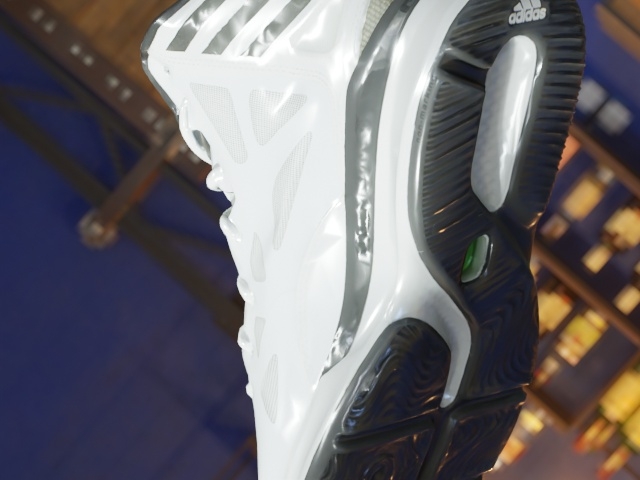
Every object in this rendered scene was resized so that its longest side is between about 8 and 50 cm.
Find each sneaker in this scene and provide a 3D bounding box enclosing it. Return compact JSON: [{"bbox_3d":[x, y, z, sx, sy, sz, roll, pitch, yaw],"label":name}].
[{"bbox_3d":[0.001,-0.001,1.135,0.169,0.447,0.257,-12,-145,-40],"label":"sneaker"}]
